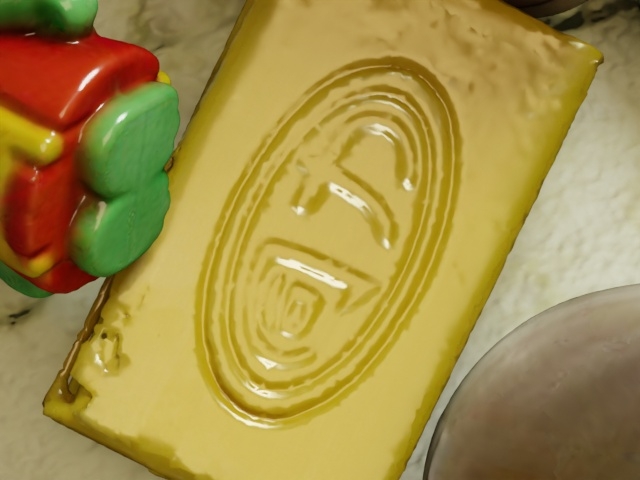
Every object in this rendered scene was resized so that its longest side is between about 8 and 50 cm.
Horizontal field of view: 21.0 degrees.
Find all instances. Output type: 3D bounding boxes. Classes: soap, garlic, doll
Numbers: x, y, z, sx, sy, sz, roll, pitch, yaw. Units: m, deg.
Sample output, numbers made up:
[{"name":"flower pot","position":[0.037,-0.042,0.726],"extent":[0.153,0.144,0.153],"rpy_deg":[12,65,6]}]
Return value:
[{"name":"soap","position":[0.000,0.001,0.958],"extent":[0.204,0.096,0.324],"rpy_deg":[25,81,0]},{"name":"garlic","position":[0.190,0.152,0.903],"extent":[0.279,0.132,0.325],"rpy_deg":[29,99,9]},{"name":"doll","position":[-0.239,-0.098,0.913],"extent":[0.363,0.182,0.160],"rpy_deg":[32,44,28]}]

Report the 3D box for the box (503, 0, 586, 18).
[{"name":"box","position":[0.066,-0.288,0.922],"extent":[0.301,0.301,0.216],"rpy_deg":[24,74,1]}]
